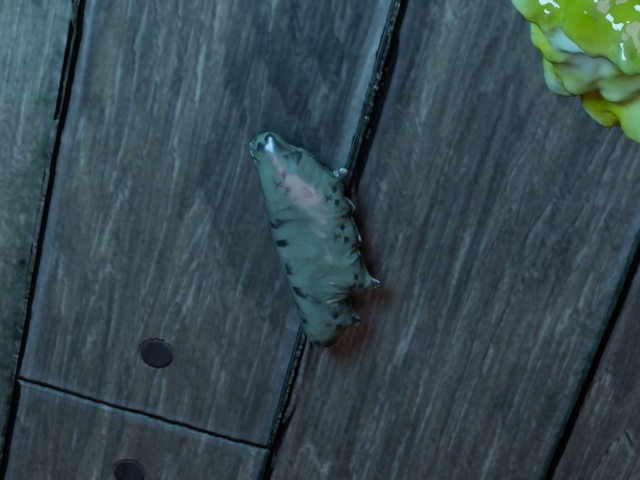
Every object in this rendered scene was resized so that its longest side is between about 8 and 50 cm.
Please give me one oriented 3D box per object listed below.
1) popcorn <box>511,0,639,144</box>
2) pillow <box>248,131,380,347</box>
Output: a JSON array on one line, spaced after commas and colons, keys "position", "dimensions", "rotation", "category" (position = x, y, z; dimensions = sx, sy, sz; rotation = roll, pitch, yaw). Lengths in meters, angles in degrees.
[{"position": [0.347, -0.203, 1.380], "dimensions": [0.334, 0.293, 0.292], "rotation": [44, 73, -19], "category": "popcorn"}, {"position": [0.000, -0.001, 1.651], "dimensions": [0.093, 0.051, 0.241], "rotation": [-9, 115, 15], "category": "pillow"}]
